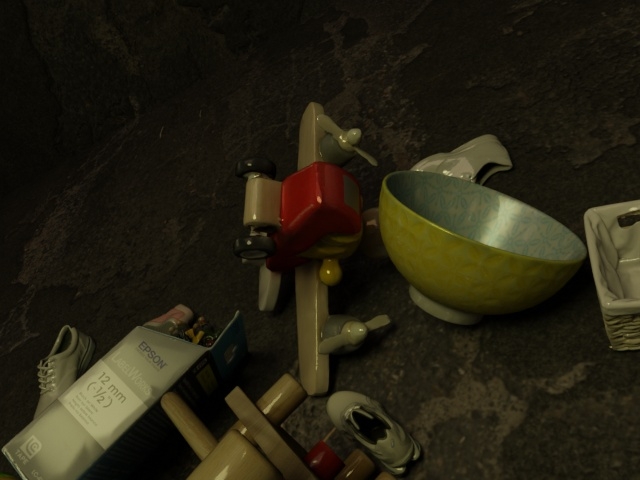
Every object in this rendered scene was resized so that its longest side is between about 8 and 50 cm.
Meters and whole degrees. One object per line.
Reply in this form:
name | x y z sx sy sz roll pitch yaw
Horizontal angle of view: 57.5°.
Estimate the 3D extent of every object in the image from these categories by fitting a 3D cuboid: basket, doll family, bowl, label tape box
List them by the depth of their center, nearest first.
basket | 0.398 0.042 0.720 0.113 0.103 0.167 -10 43 23
bowl | 0.204 0.025 0.836 0.289 0.289 0.156 -123 45 -56
label tape box | -0.274 0.241 0.914 0.115 0.249 0.348 39 69 12
doll family | -0.277 0.222 1.120 0.193 0.076 0.111 -44 39 -3

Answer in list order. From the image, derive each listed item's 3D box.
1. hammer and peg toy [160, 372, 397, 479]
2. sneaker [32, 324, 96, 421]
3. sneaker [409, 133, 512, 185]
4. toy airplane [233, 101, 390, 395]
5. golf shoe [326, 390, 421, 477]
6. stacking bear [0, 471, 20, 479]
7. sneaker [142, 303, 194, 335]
hammer and peg toy | -0.005 0.248 0.598 0.127 0.361 0.266 -44 34 -12
sneaker | -0.572 0.296 1.259 0.094 0.091 0.258 -24 36 16
sneaker | 0.247 -0.116 1.074 0.212 0.080 0.094 -28 47 8
toy airplane | 0.000 0.000 0.972 0.272 0.386 0.384 0 27 -6
golf shoe | 0.059 0.241 0.795 0.069 0.086 0.176 -49 35 -16
stacking bear | -0.538 0.473 0.975 0.289 0.164 0.175 -7 44 28
sneaker | -0.317 0.174 1.231 0.134 0.051 0.070 -19 17 39
